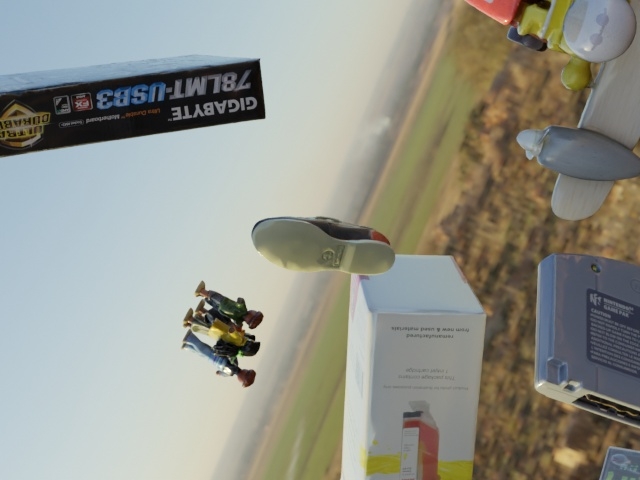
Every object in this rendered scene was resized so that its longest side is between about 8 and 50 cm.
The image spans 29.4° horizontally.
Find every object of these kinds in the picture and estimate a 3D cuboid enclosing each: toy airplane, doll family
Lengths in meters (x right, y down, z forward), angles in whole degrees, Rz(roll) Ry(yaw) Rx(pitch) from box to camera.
[{"bbox_3d":[0.393,-0.255,1.534,0.384,0.386,0.272,-22,-1,27],"label":"toy airplane"},{"bbox_3d":[-0.124,0.129,1.604,0.076,0.111,0.193,-62,-4,-20],"label":"doll family"}]

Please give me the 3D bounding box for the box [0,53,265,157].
[{"bbox_3d":[-0.241,-0.154,1.332,0.295,0.293,0.073,-156,57,-67],"label":"box"}]

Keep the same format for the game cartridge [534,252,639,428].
[{"bbox_3d":[0.386,0.127,1.453,0.060,0.294,0.196,-44,31,56],"label":"game cartridge"}]

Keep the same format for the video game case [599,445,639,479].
[{"bbox_3d":[0.466,0.352,1.629,0.173,0.190,0.022,-55,-35,-51],"label":"video game case"}]

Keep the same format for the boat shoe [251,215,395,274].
[{"bbox_3d":[0.000,0.000,1.078,0.043,0.137,0.049,-117,42,-54],"label":"boat shoe"}]

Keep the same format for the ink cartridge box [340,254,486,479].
[{"bbox_3d":[0.123,0.238,1.736,0.279,0.160,0.384,-105,17,-74],"label":"ink cartridge box"}]
